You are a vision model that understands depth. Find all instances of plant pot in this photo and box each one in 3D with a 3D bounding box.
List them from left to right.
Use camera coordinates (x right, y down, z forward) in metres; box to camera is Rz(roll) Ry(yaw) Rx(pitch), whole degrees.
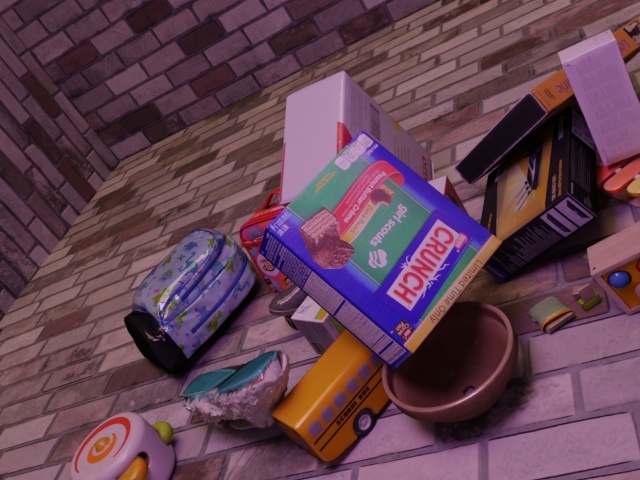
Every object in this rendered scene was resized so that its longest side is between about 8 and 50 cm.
[{"bbox_3d":[0.233,0.223,1.207,0.237,0.110,0.237,-27,28,16],"label":"plant pot"}]

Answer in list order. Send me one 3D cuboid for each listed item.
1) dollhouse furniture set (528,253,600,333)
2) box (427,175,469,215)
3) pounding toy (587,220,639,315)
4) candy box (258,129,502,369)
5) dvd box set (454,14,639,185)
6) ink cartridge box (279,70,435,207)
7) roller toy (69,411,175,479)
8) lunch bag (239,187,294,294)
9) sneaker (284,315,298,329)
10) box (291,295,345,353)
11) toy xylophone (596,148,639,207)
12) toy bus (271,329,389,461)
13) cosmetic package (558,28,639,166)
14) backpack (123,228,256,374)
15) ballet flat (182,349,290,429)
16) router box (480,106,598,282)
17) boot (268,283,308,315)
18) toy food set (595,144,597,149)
[{"bbox_3d":[0.432,0.091,1.253,0.151,0.058,0.076,-34,27,1],"label":"dollhouse furniture set"},{"bbox_3d":[0.258,-0.025,1.511,0.091,0.170,0.130,-19,32,28],"label":"box"},{"bbox_3d":[0.529,0.057,1.145,0.130,0.141,0.100,-34,23,34],"label":"pounding toy"},{"bbox_3d":[0.100,0.013,1.230,0.268,0.317,0.122,-47,-6,-23],"label":"candy box"},{"bbox_3d":[0.506,-0.300,1.547,0.420,0.062,0.307,-34,-8,-29],"label":"dvd box set"},{"bbox_3d":[0.095,-0.136,1.566,0.160,0.384,0.279,-18,57,33],"label":"ink cartridge box"},{"bbox_3d":[-0.419,0.467,1.500,0.191,0.146,0.209,-27,29,16],"label":"roller toy"},{"bbox_3d":[-0.044,-0.009,1.718,0.293,0.258,0.120,-16,20,35],"label":"lunch bag"},{"bbox_3d":[-0.032,0.170,1.659,0.071,0.068,0.170,-34,33,-30],"label":"sneaker"},{"bbox_3d":[0.051,0.137,1.544,0.103,0.114,0.203,0,42,48],"label":"box"},{"bbox_3d":[0.663,-0.137,1.338,0.236,0.081,0.322,-41,28,-13],"label":"toy xylophone"},{"bbox_3d":[0.071,0.247,1.325,0.333,0.130,0.108,-46,29,-21],"label":"toy bus"},{"bbox_3d":[0.533,-0.261,1.328,0.099,0.239,0.060,-23,30,21],"label":"cosmetic package"},{"bbox_3d":[-0.333,0.139,1.862,0.355,0.273,0.290,-32,18,-22],"label":"backpack"},{"bbox_3d":[-0.143,0.303,1.394,0.147,0.147,0.409,-51,12,-29],"label":"ballet flat"},{"bbox_3d":[0.433,-0.095,1.432,0.243,0.081,0.309,-45,16,40],"label":"router box"},{"bbox_3d":[-0.049,0.050,1.592,0.189,0.208,0.076,-21,30,-14],"label":"boot"},{"bbox_3d":[0.576,-0.159,1.516,0.192,0.038,0.132,-37,27,-4],"label":"toy food set"}]
